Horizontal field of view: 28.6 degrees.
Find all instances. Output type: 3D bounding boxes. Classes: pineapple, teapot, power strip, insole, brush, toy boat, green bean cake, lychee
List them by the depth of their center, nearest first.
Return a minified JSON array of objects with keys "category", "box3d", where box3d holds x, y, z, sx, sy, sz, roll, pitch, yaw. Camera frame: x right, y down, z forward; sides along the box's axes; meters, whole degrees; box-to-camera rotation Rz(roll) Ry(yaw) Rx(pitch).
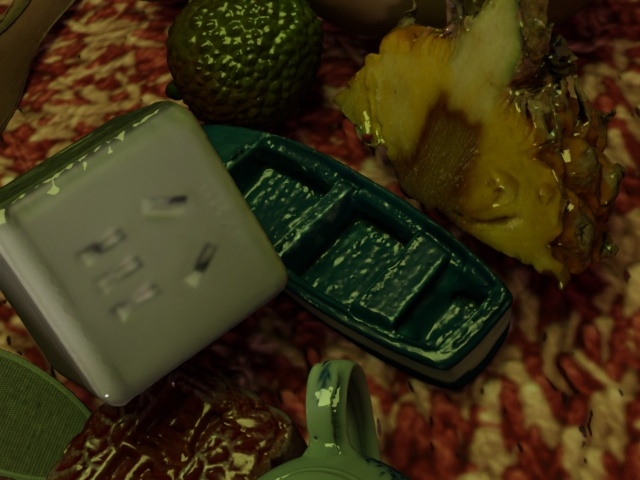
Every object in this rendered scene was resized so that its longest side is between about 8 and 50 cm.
[{"category":"teapot","box3d":[0.005,0.177,0.678,0.159,0.159,0.232,-3,56,17]},{"category":"green bean cake","box3d":[-0.094,0.145,0.791,0.135,0.056,0.135,24,68,31]},{"category":"pineapple","box3d":[0.132,-0.101,0.809,0.139,0.164,0.250,-7,27,-32]},{"category":"insole","box3d":[-0.249,0.094,0.818,0.232,0.003,0.080,25,62,-13]},{"category":"power strip","box3d":[-0.141,0.005,0.826,0.140,0.139,0.224,-36,14,-18]},{"category":"toy boat","box3d":[0.000,0.000,0.857,0.299,0.062,0.096,34,73,33]},{"category":"lychee","box3d":[-0.059,-0.135,0.937,0.146,0.114,0.114,-31,43,40]},{"category":"brush","box3d":[-0.280,-0.159,1.069,0.065,0.070,0.327,6,56,34]}]

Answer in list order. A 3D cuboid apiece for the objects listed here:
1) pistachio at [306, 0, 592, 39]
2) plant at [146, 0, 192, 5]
[{"category":"pistachio","box3d":[0.096,-0.226,0.907,0.293,0.181,0.162,8,76,33]},{"category":"plant","box3d":[-0.106,-0.228,1.031,0.116,0.104,0.122,-19,58,-8]}]
